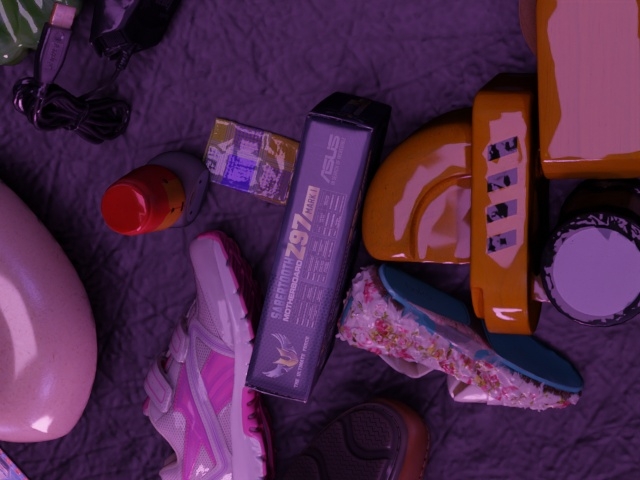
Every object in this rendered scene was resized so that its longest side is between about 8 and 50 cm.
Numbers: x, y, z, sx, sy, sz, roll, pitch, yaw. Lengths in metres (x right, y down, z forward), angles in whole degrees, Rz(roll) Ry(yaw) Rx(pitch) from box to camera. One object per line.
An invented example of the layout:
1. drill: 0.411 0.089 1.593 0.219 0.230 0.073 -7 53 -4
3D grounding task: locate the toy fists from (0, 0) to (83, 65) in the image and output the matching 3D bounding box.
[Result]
1. toy fists: -0.320 -0.190 1.615 0.279 0.096 0.142 -30 85 -1

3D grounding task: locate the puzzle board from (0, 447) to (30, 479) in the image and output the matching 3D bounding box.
1. puzzle board: -0.299 0.254 1.736 0.096 0.011 0.128 -41 94 11

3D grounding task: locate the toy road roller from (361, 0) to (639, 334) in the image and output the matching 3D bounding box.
1. toy road roller: 0.160 -0.086 1.533 0.240 0.202 0.329 2 102 12

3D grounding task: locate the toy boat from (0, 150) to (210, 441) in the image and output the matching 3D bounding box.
1. toy boat: -0.238 0.024 1.635 0.318 0.148 0.267 -30 90 19

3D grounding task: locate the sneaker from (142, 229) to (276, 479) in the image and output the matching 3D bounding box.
1. sneaker: -0.103 0.117 1.645 0.111 0.103 0.252 -3 99 5

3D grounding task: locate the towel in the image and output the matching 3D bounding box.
1. towel: -0.061 -0.069 1.655 0.083 0.009 0.060 19 102 3

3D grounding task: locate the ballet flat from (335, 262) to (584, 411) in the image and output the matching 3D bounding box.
1. ballet flat: 0.113 0.093 1.606 0.241 0.091 0.077 29 117 -24

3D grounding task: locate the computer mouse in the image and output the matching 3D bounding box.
1. computer mouse: -0.176 -0.206 1.565 0.060 0.184 0.262 31 103 18

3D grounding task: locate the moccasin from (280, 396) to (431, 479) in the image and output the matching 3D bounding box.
1. moccasin: 0.024 0.312 1.646 0.147 0.139 0.380 0 108 -38

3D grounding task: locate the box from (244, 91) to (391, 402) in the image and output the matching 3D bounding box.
1. box: 0.000 0.000 1.572 0.059 0.183 0.233 14 102 4
